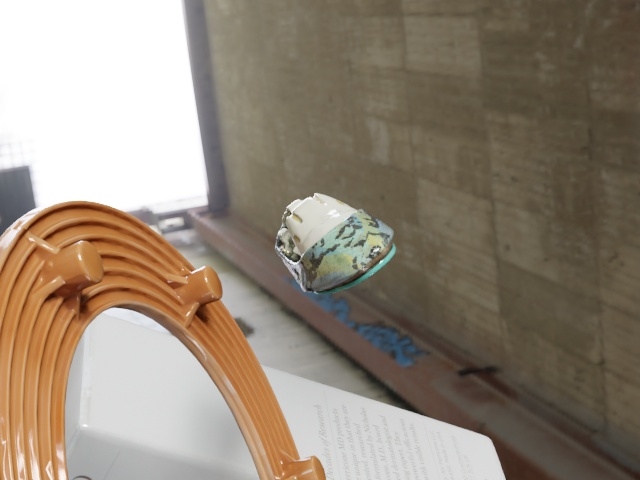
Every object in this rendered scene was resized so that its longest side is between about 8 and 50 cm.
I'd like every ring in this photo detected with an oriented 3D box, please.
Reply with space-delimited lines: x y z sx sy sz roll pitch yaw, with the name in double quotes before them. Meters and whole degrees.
"ring" -0.056 0.131 0.536 0.336 0.032 0.336 60 16 -29

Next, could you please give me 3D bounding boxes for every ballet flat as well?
"ballet flat" 0.000 0.000 0.731 0.188 0.070 0.070 158 -79 -78

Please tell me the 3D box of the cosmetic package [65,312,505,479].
"cosmetic package" -0.056 0.260 1.046 0.230 0.453 0.161 -59 -157 27
